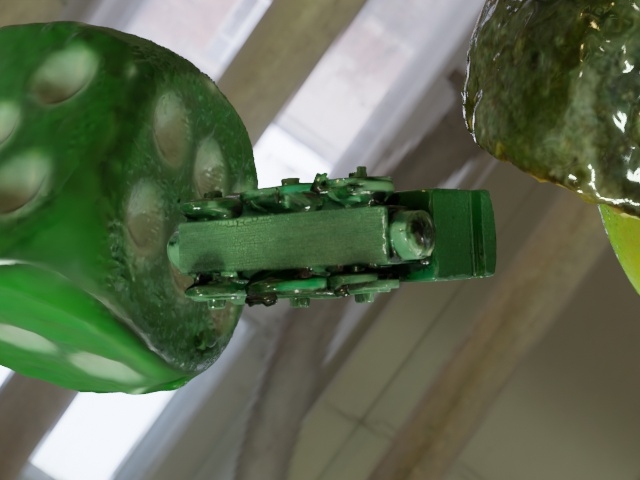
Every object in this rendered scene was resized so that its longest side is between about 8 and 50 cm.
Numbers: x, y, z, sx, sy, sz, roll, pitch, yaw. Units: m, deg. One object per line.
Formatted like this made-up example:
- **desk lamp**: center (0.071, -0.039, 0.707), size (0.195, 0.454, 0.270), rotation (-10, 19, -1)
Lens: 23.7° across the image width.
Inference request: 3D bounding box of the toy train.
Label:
- **toy train**: center (0.000, 0.000, 0.831), size (0.178, 0.071, 0.104), rotation (-4, 179, 40)

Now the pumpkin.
- **pumpkin**: center (0.202, -0.057, 0.616), size (0.280, 0.139, 0.190), rotation (16, -170, -22)

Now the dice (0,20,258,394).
- **dice**: center (-0.243, -0.025, 1.497), size (0.300, 0.287, 0.297), rotation (2, 150, 29)

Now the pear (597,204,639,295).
- **pear**: center (0.407, -0.086, 1.220), size (0.399, 0.399, 0.165), rotation (38, -176, 14)
